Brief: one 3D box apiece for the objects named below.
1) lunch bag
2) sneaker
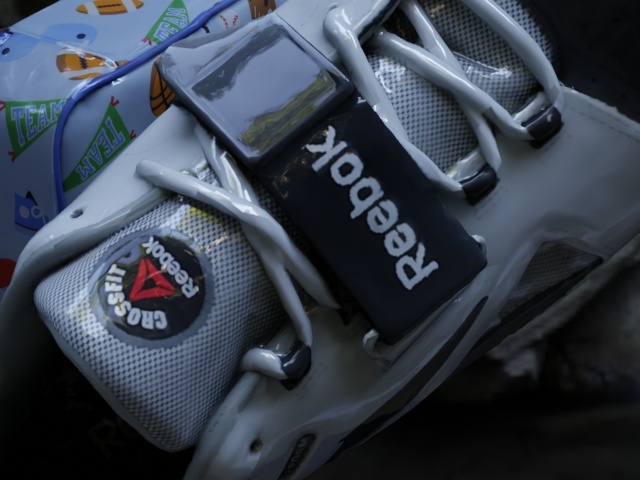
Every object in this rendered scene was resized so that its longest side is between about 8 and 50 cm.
[{"bbox_3d":[-0.118,-0.043,1.016,0.115,0.243,0.303,16,33,27],"label":"lunch bag"},{"bbox_3d":[0.000,0.000,0.433,0.330,0.122,0.146,-48,-9,21],"label":"sneaker"}]
